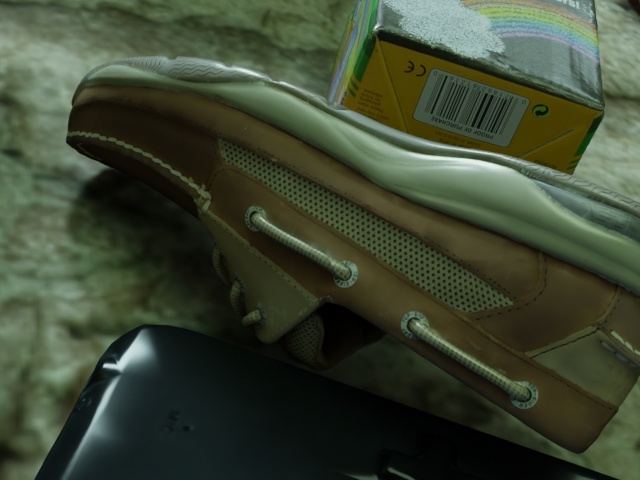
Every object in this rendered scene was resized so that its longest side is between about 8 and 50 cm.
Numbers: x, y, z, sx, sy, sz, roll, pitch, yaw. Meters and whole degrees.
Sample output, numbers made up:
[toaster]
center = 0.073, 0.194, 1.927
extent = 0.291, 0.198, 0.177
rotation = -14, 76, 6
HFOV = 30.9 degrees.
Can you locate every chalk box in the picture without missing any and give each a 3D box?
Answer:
[chalk box]
center = 0.080, -0.106, 0.694
extent = 0.132, 0.132, 0.213
rotation = 18, 40, -4

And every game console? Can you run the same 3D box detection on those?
[game console]
center = 0.025, 0.209, 0.381
extent = 0.342, 0.060, 0.386
rotation = 23, 40, -1

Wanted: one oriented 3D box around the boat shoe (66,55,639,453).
[boat shoe]
center = 0.000, 0.000, 0.536
extent = 0.324, 0.116, 0.123
rotation = 21, -3, 30
